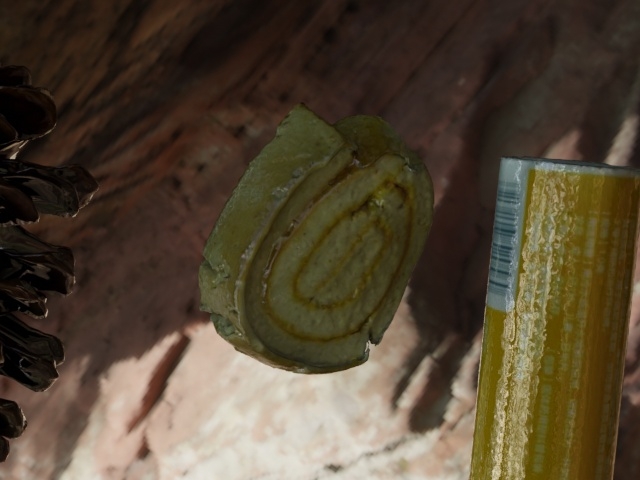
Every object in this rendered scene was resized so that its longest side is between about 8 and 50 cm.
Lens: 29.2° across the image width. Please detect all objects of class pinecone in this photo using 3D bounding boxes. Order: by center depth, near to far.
[{"bbox_3d":[-0.242,0.022,0.684,0.246,0.246,0.292,-42,47,35],"label":"pinecone"}]

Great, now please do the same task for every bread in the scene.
[{"bbox_3d":[0.000,0.000,0.703,0.064,0.117,0.156,25,83,51],"label":"bread"}]

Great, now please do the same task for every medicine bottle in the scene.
[{"bbox_3d":[0.098,0.074,0.529,0.074,0.074,0.218,-153,68,-75],"label":"medicine bottle"}]
